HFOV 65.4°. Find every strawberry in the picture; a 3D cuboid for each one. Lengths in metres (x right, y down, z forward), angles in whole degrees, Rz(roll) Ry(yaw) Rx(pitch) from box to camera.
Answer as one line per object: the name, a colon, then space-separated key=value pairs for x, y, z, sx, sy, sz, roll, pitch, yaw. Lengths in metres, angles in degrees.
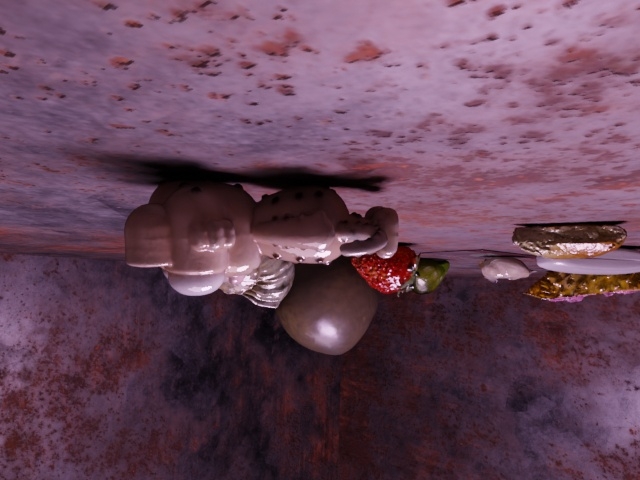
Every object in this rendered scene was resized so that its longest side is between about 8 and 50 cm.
strawberry: x=0.155 y=0.060 z=1.158 sx=0.148 sy=0.131 sz=0.131 roll=34 pitch=-165 yaw=34

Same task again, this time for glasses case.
glasses case: x=0.577 y=0.042 z=1.055 sx=0.233 sy=0.059 sz=0.092 roll=3 pitch=173 yaw=-3

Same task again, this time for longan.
longan: x=0.024 y=0.151 z=1.330 sx=0.288 sy=0.288 sz=0.350 roll=0 pitch=-178 yaw=20

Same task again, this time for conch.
conch: x=-0.107 y=0.035 z=0.826 sx=0.130 sy=0.155 sz=0.207 roll=-18 pitch=-171 yaw=12

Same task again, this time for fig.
fig: x=0.341 y=0.099 z=1.593 sx=0.156 sy=0.123 sz=0.123 roll=-36 pitch=178 yaw=-7

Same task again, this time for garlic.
garlic: x=0.507 y=0.072 z=1.353 sx=0.152 sy=0.066 sz=0.084 roll=4 pitch=-158 yaw=22

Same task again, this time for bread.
bread: x=0.392 y=0.004 z=0.795 sx=0.154 sy=0.054 sz=0.136 roll=2 pitch=178 yaw=26

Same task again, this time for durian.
durian: x=0.680 y=0.077 z=1.190 sx=0.341 sy=0.112 sz=0.191 roll=-6 pitch=165 yaw=-1

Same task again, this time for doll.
doll: x=-0.060 y=-0.007 z=0.516 sx=0.278 sy=0.119 sz=0.154 roll=-1 pitch=-174 yaw=5

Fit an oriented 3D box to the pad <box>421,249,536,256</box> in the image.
pad: x=0.454 y=0.043 z=1.374 sx=0.300 sy=0.005 sz=0.202 roll=6 pitch=173 yaw=-36
